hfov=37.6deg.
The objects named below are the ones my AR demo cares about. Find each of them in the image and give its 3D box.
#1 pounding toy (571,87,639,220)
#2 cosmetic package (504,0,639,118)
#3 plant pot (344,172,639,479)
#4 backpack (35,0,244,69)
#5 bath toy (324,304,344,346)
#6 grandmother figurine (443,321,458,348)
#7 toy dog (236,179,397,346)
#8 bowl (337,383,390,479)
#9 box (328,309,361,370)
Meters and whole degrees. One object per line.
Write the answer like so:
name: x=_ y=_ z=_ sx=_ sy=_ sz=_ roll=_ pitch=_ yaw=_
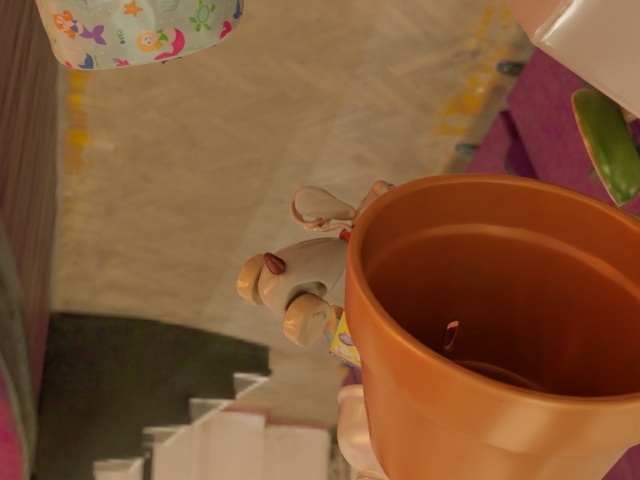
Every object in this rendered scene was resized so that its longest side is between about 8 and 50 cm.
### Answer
pounding toy: x=0.455 y=-0.129 z=1.348 sx=0.110 sy=0.237 sz=0.183 roll=-24 pitch=152 yaw=25
cosmetic package: x=0.411 y=-0.183 z=0.963 sx=0.453 sy=0.230 sz=0.161 roll=30 pitch=116 yaw=-18
plant pot: x=0.155 y=0.103 z=0.794 sx=0.291 sy=0.291 sz=0.203 roll=3 pitch=126 yaw=-6
backpack: x=-0.190 y=-0.289 z=0.969 sx=0.225 sy=0.253 sz=0.191 roll=-9 pitch=134 yaw=1
bath toy: x=0.188 y=0.153 z=1.871 sx=0.348 sy=0.151 sz=0.129 roll=-10 pitch=165 yaw=-19
grandmother figurine: x=0.169 y=0.120 z=1.070 sx=0.104 sy=0.342 sz=0.208 roll=35 pitch=137 yaw=-20
toy dog: x=0.000 y=0.000 z=1.505 sx=0.220 sy=0.333 sz=0.161 roll=13 pitch=146 yaw=19
bowl: x=0.146 y=0.356 z=1.528 sx=0.298 sy=0.134 sz=0.298 roll=19 pitch=157 yaw=8
box: x=0.077 y=0.126 z=1.280 sx=0.105 sy=0.043 sz=0.179 roll=27 pitch=146 yaw=9
